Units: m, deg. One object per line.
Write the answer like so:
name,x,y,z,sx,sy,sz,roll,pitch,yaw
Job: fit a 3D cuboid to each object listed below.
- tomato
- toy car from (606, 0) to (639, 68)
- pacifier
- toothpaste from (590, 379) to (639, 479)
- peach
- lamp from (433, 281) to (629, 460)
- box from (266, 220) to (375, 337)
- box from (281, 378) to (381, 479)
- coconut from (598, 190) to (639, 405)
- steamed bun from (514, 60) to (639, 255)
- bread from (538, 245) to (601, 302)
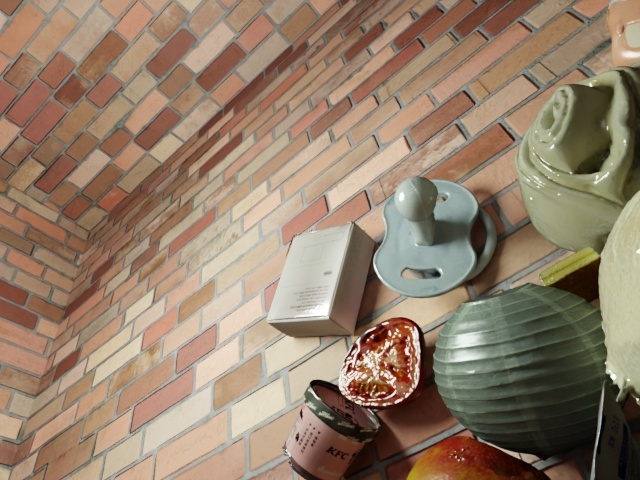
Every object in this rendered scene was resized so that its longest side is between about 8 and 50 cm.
tomato,0.124,0.237,0.911,0.174,0.082,0.167,-18,51,32
toy car,0.619,-0.342,0.816,0.270,0.180,0.213,14,79,51
pacifier,0.211,-0.034,0.945,0.238,0.226,0.288,1,59,27
toothpaste,0.329,0.242,0.522,0.061,0.266,0.096,-4,55,43
peach,0.200,0.369,0.607,0.230,0.231,0.231,-29,41,28
lamp,0.279,0.181,0.672,0.265,0.233,0.233,-19,46,32
box,0.002,0.095,1.154,0.203,0.106,0.252,-12,49,40
box,0.013,0.350,0.883,0.135,0.151,0.151,-58,35,2
coconut,0.461,0.067,0.461,0.346,0.346,0.361,-10,43,43
steamed bun,0.455,-0.137,0.738,0.324,0.219,0.310,16,82,54
bread,0.398,0.062,0.754,0.090,0.094,0.035,-37,36,18
